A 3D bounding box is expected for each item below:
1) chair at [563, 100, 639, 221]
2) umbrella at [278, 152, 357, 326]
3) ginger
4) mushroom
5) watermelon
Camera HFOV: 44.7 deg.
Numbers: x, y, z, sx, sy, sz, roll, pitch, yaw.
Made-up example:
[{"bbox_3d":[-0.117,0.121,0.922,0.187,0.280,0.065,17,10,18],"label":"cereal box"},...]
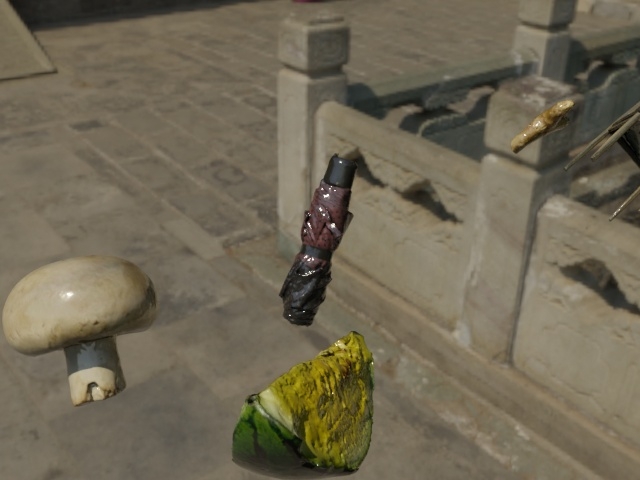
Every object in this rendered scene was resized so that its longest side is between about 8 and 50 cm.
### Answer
[{"bbox_3d":[0.698,-0.197,1.674,0.272,0.188,0.166,-43,1,-6],"label":"chair"},{"bbox_3d":[0.000,0.000,1.437,0.090,0.326,0.094,19,5,14],"label":"umbrella"},{"bbox_3d":[0.284,-0.148,0.992,0.048,0.097,0.030,4,51,-54],"label":"ginger"},{"bbox_3d":[-0.311,0.120,1.040,0.204,0.204,0.204,0,28,0],"label":"mushroom"},{"bbox_3d":[-0.012,0.178,0.818,0.123,0.129,0.301,0,3,19],"label":"watermelon"}]
